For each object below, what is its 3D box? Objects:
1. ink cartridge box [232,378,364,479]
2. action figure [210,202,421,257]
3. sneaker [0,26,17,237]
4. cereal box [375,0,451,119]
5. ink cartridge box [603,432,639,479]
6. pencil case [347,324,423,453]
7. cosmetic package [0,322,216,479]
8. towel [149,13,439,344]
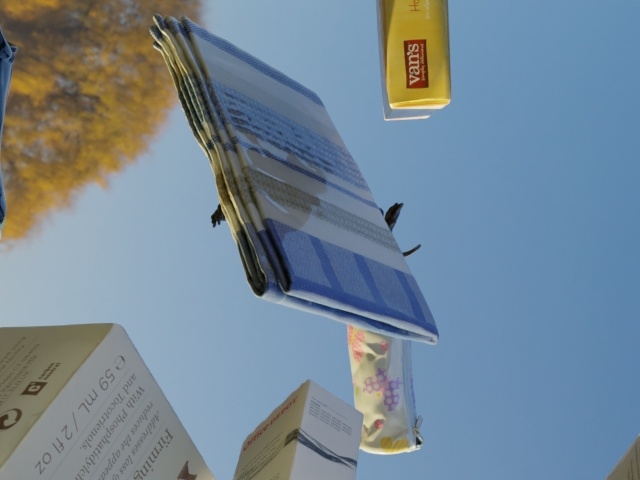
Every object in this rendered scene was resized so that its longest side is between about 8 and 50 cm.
[{"bbox_3d":[-0.041,0.320,1.209,0.172,0.100,0.237,-47,-163,33],"label":"ink cartridge box"},{"bbox_3d":[0.000,0.000,1.241,0.164,0.276,0.140,-56,-163,37],"label":"action figure"},{"bbox_3d":[-0.215,-0.083,0.591,0.097,0.084,0.234,-54,167,-38],"label":"sneaker"},{"bbox_3d":[0.068,-0.184,0.750,0.240,0.048,0.172,-62,148,-83],"label":"cereal box"},{"bbox_3d":[0.447,0.227,0.955,0.121,0.211,0.289,-68,-177,-59],"label":"ink cartridge box"},{"bbox_3d":[0.111,0.232,1.666,0.124,0.114,0.273,-9,-94,59],"label":"pencil case"},{"bbox_3d":[-0.368,0.356,1.233,0.328,0.393,0.329,-6,-146,30],"label":"cosmetic package"},{"bbox_3d":[-0.021,-0.048,0.765,0.034,0.209,0.285,-41,-125,23],"label":"towel"}]
